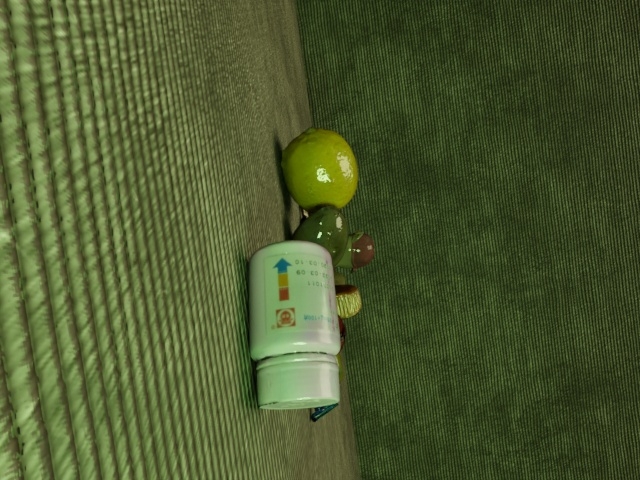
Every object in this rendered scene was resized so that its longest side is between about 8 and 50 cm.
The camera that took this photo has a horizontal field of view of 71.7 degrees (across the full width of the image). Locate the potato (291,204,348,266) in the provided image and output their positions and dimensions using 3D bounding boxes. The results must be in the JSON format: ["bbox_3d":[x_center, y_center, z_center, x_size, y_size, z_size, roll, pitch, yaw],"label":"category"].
[{"bbox_3d":[0.000,0.000,1.305,0.178,0.160,0.235,-64,178,-54],"label":"potato"}]

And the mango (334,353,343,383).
[{"bbox_3d":[0.025,0.398,1.539,0.137,0.091,0.237,-108,-170,-82],"label":"mango"}]

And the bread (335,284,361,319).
[{"bbox_3d":[0.047,0.209,1.515,0.199,0.199,0.104,-33,114,-85],"label":"bread"}]

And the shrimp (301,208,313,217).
[{"bbox_3d":[-0.042,-0.083,1.710,0.145,0.059,0.254,39,43,-79],"label":"shrimp"}]

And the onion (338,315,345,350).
[{"bbox_3d":[-0.034,0.189,0.961,0.184,0.147,0.184,43,10,-10],"label":"onion"}]

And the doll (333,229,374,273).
[{"bbox_3d":[0.064,0.044,1.567,0.196,0.256,0.152,65,13,-75],"label":"doll"}]

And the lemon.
[{"bbox_3d":[0.000,-0.205,1.349,0.233,0.233,0.288,-92,169,-52],"label":"lemon"}]

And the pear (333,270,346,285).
[{"bbox_3d":[0.033,0.195,1.697,0.167,0.136,0.167,-6,90,-89],"label":"pear"}]

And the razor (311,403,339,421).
[{"bbox_3d":[-0.029,0.346,1.235,0.056,0.093,0.324,12,-59,52],"label":"razor"}]

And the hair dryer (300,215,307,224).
[{"bbox_3d":[-0.065,-0.045,1.614,0.083,0.031,0.079,-46,139,-67],"label":"hair dryer"}]

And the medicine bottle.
[{"bbox_3d":[-0.043,0.140,0.733,0.152,0.152,0.254,72,10,-65],"label":"medicine bottle"}]
